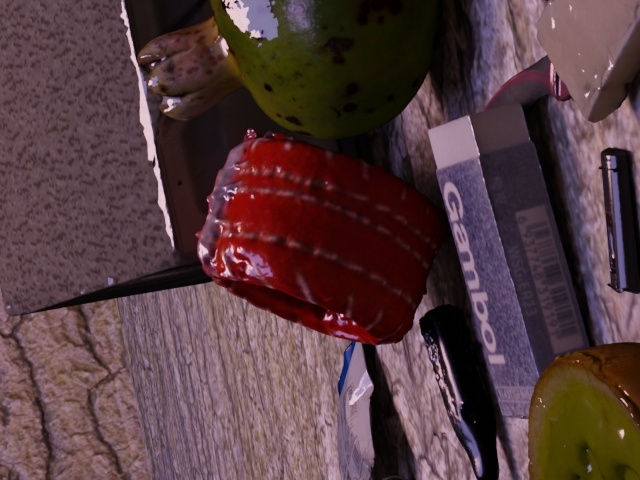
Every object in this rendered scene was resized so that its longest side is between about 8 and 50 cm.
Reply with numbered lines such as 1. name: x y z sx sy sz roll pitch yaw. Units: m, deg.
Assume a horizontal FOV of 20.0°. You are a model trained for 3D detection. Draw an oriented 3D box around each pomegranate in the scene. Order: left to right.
1. pomegranate: -0.022 -0.168 1.375 0.202 0.248 0.202 -21 -90 -80

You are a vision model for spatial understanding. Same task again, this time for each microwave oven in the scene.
1. microwave oven: -0.155 -0.178 1.664 0.374 0.236 0.432 -17 84 50

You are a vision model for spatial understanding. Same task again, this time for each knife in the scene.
1. knife: 0.151 -0.106 1.181 0.247 0.018 0.035 145 117 -72

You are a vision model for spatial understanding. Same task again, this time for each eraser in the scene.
1. eraser: 0.133 0.016 1.247 0.092 0.046 0.212 168 87 -74

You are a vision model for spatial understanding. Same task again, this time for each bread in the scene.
1. bread: 0.198 0.171 1.100 0.236 0.070 0.236 169 90 -74

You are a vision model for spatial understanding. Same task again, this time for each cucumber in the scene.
1. cucumber: 0.116 0.130 1.428 0.039 0.043 0.163 47 -157 -67

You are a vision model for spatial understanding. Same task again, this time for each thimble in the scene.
1. thimble: 0.006 0.003 1.444 0.163 0.189 0.125 9 76 45

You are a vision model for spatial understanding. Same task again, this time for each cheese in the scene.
1. cheese: 0.188 -0.194 0.942 0.400 0.034 0.085 114 138 -61

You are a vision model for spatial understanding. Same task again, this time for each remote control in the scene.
1. remote control: 0.184 -0.012 1.127 0.034 0.016 0.091 -144 46 -75

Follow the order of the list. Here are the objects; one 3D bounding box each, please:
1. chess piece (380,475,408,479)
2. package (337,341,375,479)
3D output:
1. chess piece: 0.063 0.246 1.711 0.093 0.042 0.042 121 137 -75
2. package: 0.033 0.182 1.762 0.171 0.027 0.173 97 172 -55
